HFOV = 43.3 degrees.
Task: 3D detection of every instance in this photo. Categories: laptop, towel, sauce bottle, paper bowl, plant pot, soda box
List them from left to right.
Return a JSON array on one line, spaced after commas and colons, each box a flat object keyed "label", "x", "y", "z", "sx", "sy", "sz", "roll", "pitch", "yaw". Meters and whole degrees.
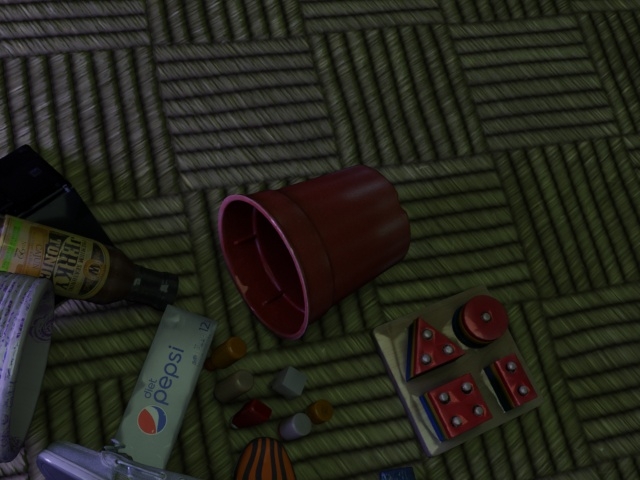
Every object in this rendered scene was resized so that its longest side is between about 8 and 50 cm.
[{"label": "paper bowl", "x": -0.510, "y": 0.185, "z": 1.230, "sx": 0.148, "sy": 0.284, "sz": 0.284, "roll": 11, "pitch": 67, "yaw": -8}, {"label": "laptop", "x": -0.542, "y": -0.011, "z": 1.451, "sx": 0.234, "sy": 0.137, "sz": 0.264, "roll": -38, "pitch": 55, "yaw": -24}, {"label": "sauce bottle", "x": -0.412, "y": 0.045, "z": 1.372, "sx": 0.344, "sy": 0.111, "sz": 0.111, "roll": 16, "pitch": 65, "yaw": -25}, {"label": "soda box", "x": -0.267, "y": 0.260, "z": 1.361, "sx": 0.098, "sy": 0.091, "sz": 0.286, "roll": 20, "pitch": 66, "yaw": -6}, {"label": "plant pot", "x": 0.000, "y": 0.000, "z": 1.449, "sx": 0.265, "sy": 0.272, "sz": 0.272, "roll": -25, "pitch": 76, "yaw": -29}, {"label": "towel", "x": 0.144, "y": 0.458, "z": 1.410, "sx": 0.067, "sy": 0.029, "sz": 0.120, "roll": -6, "pitch": 70, "yaw": -16}]

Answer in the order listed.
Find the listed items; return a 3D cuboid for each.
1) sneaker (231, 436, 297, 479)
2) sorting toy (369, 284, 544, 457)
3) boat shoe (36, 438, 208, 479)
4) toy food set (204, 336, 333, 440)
[{"label": "sneaker", "x": -0.078, "y": 0.466, "z": 1.272, "sx": 0.124, "sy": 0.180, "sz": 0.321, "roll": 3, "pitch": 68, "yaw": -12}, {"label": "sorting toy", "x": 0.265, "y": 0.228, "z": 1.496, "sx": 0.257, "sy": 0.089, "sz": 0.256, "roll": -20, "pitch": 74, "yaw": -19}, {"label": "boat shoe", "x": -0.268, "y": 0.372, "z": 1.221, "sx": 0.320, "sy": 0.118, "sz": 0.103, "roll": 22, "pitch": 50, "yaw": -4}, {"label": "toy food set", "x": -0.101, "y": 0.276, "z": 1.409, "sx": 0.232, "sy": 0.104, "sz": 0.111, "roll": 35, "pitch": 50, "yaw": -17}]
